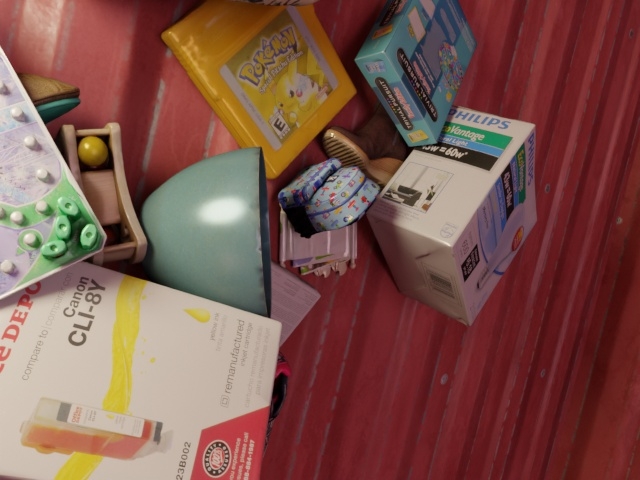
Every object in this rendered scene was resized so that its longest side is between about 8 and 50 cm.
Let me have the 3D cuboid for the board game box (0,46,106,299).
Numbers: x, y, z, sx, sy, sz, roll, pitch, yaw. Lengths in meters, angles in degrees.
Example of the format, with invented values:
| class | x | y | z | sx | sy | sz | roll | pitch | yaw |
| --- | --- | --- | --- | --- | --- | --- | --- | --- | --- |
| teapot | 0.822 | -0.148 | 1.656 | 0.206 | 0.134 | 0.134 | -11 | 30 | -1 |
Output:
| class | x | y | z | sx | sy | sz | roll | pitch | yaw |
| --- | --- | --- | --- | --- | --- | --- | --- | --- | --- |
| board game box | -0.507 | -0.078 | 0.572 | 0.389 | 0.050 | 0.390 | -30 | 95 | -23 |

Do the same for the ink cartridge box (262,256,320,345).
| class | x | y | z | sx | sy | sz | roll | pitch | yaw |
| --- | --- | --- | --- | --- | --- | --- | --- | --- | --- |
| ink cartridge box | -0.131 | 0.154 | 1.097 | 0.225 | 0.056 | 0.181 | -50 | 130 | 4 |

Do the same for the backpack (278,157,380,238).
| class | x | y | z | sx | sy | sz | roll | pitch | yaw |
| --- | --- | --- | --- | --- | --- | --- | --- | --- | --- |
| backpack | 0.023 | -0.089 | 1.052 | 0.158 | 0.173 | 0.117 | -47 | 115 | -30 |

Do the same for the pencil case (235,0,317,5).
| class | x | y | z | sx | sy | sz | roll | pitch | yaw |
| --- | --- | --- | --- | --- | --- | --- | --- | --- | --- |
| pencil case | -0.185 | -0.457 | 0.781 | 0.410 | 0.160 | 0.184 | -9 | 74 | -31 |

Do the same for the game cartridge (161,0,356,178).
| class | x | y | z | sx | sy | sz | roll | pitch | yaw |
| --- | --- | --- | --- | --- | --- | --- | --- | --- | --- |
| game cartridge | -0.093 | -0.327 | 0.993 | 0.285 | 0.052 | 0.324 | -50 | 128 | -20 |

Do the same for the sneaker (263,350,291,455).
| class | x | y | z | sx | sy | sz | roll | pitch | yaw |
| --- | --- | --- | --- | --- | --- | --- | --- | --- | --- |
| sneaker | -0.135 | 0.353 | 1.078 | 0.120 | 0.112 | 0.300 | -6 | 114 | -38 |

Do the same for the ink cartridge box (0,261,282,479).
| class | x | y | z | sx | sy | sz | roll | pitch | yaw |
| --- | --- | --- | --- | --- | --- | --- | --- | --- | --- |
| ink cartridge box | -0.271 | 0.207 | 0.723 | 0.384 | 0.160 | 0.279 | 20 | 54 | -19 |

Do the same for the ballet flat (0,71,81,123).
| class | x | y | z | sx | sy | sz | roll | pitch | yaw |
| --- | --- | --- | --- | --- | --- | --- | --- | --- | --- |
| ballet flat | -0.488 | -0.152 | 0.677 | 0.342 | 0.116 | 0.124 | -39 | 104 | -22 |

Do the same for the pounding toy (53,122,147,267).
| class | x | y | z | sx | sy | sz | roll | pitch | yaw |
| --- | --- | --- | --- | --- | --- | --- | --- | --- | --- |
| pounding toy | -0.357 | -0.032 | 0.772 | 0.154 | 0.154 | 0.270 | -13 | 109 | -38 |

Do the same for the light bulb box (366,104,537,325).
| class | x | y | z | sx | sy | sz | roll | pitch | yaw |
| --- | --- | --- | --- | --- | --- | --- | --- | --- | --- |
| light bulb box | 0.333 | -0.058 | 1.264 | 0.361 | 0.225 | 0.358 | -52 | 143 | -18 |

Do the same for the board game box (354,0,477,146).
| class | x | y | z | sx | sy | sz | roll | pitch | yaw |
| --- | --- | --- | --- | --- | --- | --- | --- | --- | --- |
| board game box | 0.226 | -0.422 | 1.178 | 0.254 | 0.079 | 0.336 | 47 | 58 | -37 |

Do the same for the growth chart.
| class | x | y | z | sx | sy | sz | roll | pitch | yaw |
| --- | --- | --- | --- | --- | --- | --- | --- | --- | --- |
| growth chart | 0.000 | 0.000 | 1.175 | 0.237 | 0.021 | 0.172 | -1 | 102 | -40 |

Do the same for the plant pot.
| class | x | y | z | sx | sy | sz | roll | pitch | yaw |
| --- | --- | --- | --- | --- | --- | --- | --- | --- | --- |
| plant pot | -0.186 | -0.005 | 0.876 | 0.195 | 0.290 | 0.291 | -3 | 106 | -3 |

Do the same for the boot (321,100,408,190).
| class | x | y | z | sx | sy | sz | roll | pitch | yaw |
| --- | --- | --- | --- | --- | --- | --- | --- | --- | --- |
| boot | 0.113 | -0.247 | 1.187 | 0.248 | 0.090 | 0.207 | 30 | 69 | -40 |
